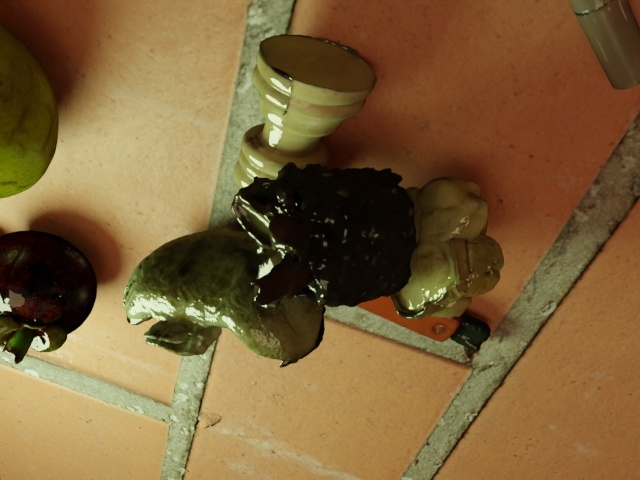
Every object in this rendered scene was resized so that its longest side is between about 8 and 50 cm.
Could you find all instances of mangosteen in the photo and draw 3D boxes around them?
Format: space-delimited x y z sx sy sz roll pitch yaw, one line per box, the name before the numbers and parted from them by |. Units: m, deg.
mangosteen | -0.509 0.092 1.166 0.216 0.216 0.216 8 129 10

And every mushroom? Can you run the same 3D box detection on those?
mushroom | -0.155 0.075 1.024 0.344 0.247 0.130 14 127 39

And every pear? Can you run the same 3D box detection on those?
pear | -0.500 -0.186 0.926 0.269 0.269 0.321 18 144 3

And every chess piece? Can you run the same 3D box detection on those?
chess piece | -0.044 -0.119 0.931 0.124 0.138 0.307 56 143 29

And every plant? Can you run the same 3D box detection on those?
plant | 0.000 0.000 0.863 0.233 0.204 0.178 -12 135 -16

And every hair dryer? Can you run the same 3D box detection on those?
hair dryer | 0.375 -0.290 0.705 0.220 0.054 0.195 -26 118 25

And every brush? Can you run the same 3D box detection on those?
brush | 0.123 0.092 1.082 0.323 0.051 0.070 24 137 -6

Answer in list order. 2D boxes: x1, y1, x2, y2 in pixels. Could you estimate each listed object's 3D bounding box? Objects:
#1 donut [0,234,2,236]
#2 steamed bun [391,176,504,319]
donut | -0.629 0.011 1.248 0.108 0.043 0.097 -2 127 20
steamed bun | 0.175 0.006 0.924 0.106 0.178 0.192 5 148 -37
